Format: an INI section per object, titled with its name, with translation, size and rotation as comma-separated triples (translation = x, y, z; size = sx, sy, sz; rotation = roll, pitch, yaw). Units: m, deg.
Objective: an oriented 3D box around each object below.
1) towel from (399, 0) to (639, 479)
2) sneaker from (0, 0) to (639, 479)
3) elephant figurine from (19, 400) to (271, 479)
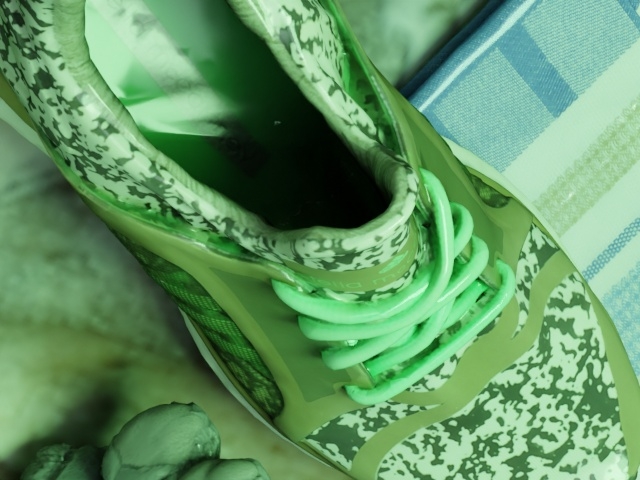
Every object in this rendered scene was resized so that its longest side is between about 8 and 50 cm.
[towel]
translation = 0.129, 0.010, 0.798
size = 0.209, 0.034, 0.285
rotation = -46, 121, 0
[sneaker]
translation = 0.000, 0.000, 0.620
size = 0.158, 0.182, 0.410
rotation = -45, 115, 2
[elephant figurine]
translation = -0.033, 0.191, 0.734
size = 0.186, 0.169, 0.239
rotation = -22, 141, 16
